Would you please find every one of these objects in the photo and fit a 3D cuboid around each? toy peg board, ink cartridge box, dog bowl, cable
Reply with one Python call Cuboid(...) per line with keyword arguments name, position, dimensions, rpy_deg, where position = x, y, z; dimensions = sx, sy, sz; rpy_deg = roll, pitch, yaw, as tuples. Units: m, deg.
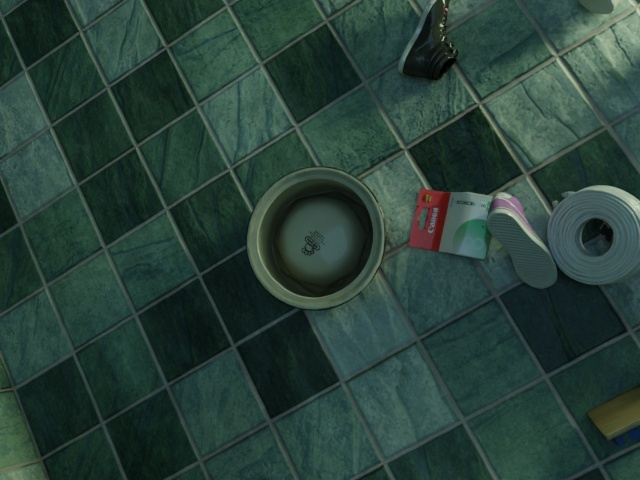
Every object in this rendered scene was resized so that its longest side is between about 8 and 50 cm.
Cuboid(name="toy peg board", position=(0.771, 0.449, 1.581), dimensions=(0.161, 0.160, 0.079), rpy_deg=(-31, 91, 9))
Cuboid(name="ink cartridge box", position=(0.373, -0.051, 1.809), dimensions=(0.224, 0.056, 0.181), rpy_deg=(11, 85, 14))
Cuboid(name="dog bowl", position=(0.000, 0.000, 1.849), dimensions=(0.407, 0.150, 0.408), rpy_deg=(-2, 82, 14))
Cuboid(name="cable", position=(0.715, -0.013, 1.644), dimensions=(0.257, 0.089, 0.257), rpy_deg=(-9, 87, 44))

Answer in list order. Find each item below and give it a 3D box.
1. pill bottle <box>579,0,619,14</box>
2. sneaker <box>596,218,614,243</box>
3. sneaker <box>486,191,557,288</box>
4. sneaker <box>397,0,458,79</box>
Cuboid(name="pill bottle", position=(0.822, -0.766, 1.745), dimensions=(0.152, 0.152, 0.272), rpy_deg=(34, 91, 17))
Cuboid(name="sneaker", position=(0.854, -0.014, 1.659), dimensions=(0.283, 0.122, 0.110), rpy_deg=(40, 122, 36))
Cuboid(name="sneaker", position=(0.550, -0.011, 1.724), dimensions=(0.102, 0.161, 0.282), rpy_deg=(-26, 112, 29))
Cuboid(name="sneaker", position=(0.356, -0.602, 1.874), dimensions=(0.146, 0.104, 0.296), rpy_deg=(28, 95, 15))
